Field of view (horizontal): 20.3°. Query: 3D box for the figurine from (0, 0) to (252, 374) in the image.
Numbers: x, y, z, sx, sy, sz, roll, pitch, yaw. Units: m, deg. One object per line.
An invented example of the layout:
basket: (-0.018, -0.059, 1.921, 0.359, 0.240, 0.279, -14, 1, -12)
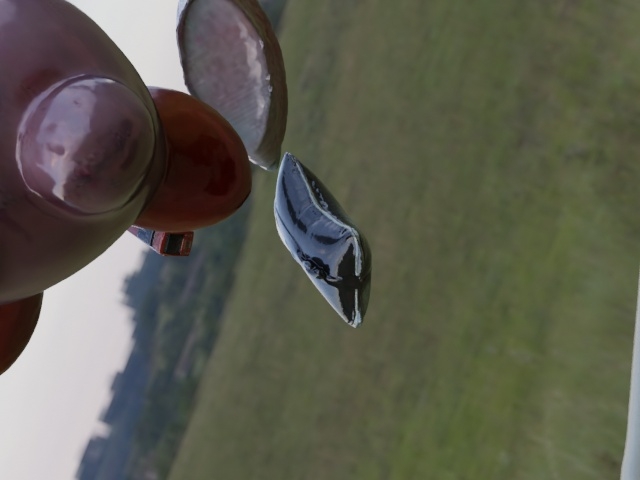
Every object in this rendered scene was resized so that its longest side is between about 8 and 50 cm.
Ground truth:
figurine: (-0.218, -0.060, 1.165, 0.270, 0.211, 0.261, -35, -11, 3)

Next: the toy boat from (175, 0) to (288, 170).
toy boat: (-0.079, -0.176, 1.797, 0.282, 0.096, 0.206, -89, -23, -79)

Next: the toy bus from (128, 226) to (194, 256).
toy bus: (-0.174, -0.016, 1.823, 0.110, 0.043, 0.031, 31, 113, 45)

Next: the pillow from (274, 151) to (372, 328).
pillow: (0.002, -0.001, 1.410, 0.055, 0.091, 0.135, -35, 44, -1)

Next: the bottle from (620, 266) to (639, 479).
bottle: (0.297, 0.021, 1.184, 0.171, 0.172, 0.351, 134, 142, -82)
